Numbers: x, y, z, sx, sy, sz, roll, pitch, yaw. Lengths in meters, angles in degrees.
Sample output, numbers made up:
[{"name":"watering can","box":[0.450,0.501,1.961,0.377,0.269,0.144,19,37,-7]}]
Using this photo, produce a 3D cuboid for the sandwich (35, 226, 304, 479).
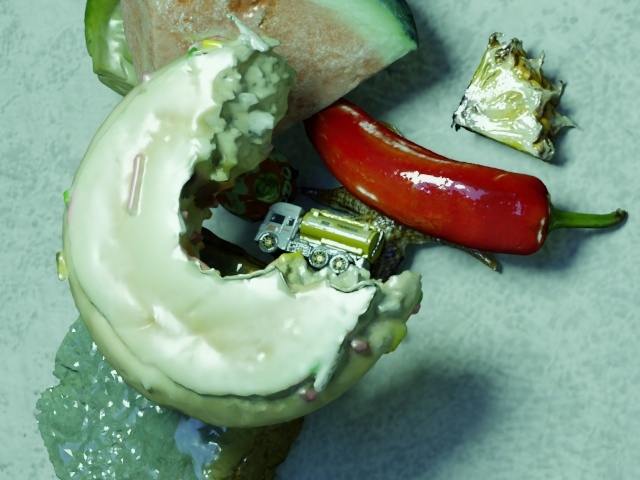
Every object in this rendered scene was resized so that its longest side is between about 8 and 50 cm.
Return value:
[{"name":"sandwich","box":[-0.148,0.155,1.858,0.262,0.131,0.325,27,91,29]}]

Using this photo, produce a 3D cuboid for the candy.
[{"name":"candy","box":[-0.138,-0.092,1.964,0.287,0.084,0.078,23,113,40]}]

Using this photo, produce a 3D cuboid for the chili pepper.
[{"name":"chili pepper","box":[0.110,-0.070,1.773,0.368,0.092,0.137,27,52,22]}]

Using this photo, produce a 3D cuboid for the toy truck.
[{"name":"toy truck","box":[0.000,0.000,1.797,0.123,0.052,0.063,17,81,19]}]

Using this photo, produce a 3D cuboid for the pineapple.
[{"name":"pineapple","box":[0.186,-0.133,1.797,0.116,0.069,0.137,-25,69,19]}]

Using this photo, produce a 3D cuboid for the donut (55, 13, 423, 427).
[{"name":"donut","box":[-0.088,0.010,1.706,0.307,0.150,0.371,-35,71,11]}]

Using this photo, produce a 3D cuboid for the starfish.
[{"name":"starfish","box":[0.073,-0.020,1.832,0.238,0.057,0.213,10,76,27]}]

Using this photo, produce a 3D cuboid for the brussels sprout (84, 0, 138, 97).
[{"name":"brussels sprout","box":[-0.184,-0.244,1.978,0.161,0.144,0.181,37,82,-5]}]

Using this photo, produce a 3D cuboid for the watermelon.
[{"name":"watermelon","box":[-0.068,-0.214,1.809,0.250,0.283,0.293,-11,75,57]}]
